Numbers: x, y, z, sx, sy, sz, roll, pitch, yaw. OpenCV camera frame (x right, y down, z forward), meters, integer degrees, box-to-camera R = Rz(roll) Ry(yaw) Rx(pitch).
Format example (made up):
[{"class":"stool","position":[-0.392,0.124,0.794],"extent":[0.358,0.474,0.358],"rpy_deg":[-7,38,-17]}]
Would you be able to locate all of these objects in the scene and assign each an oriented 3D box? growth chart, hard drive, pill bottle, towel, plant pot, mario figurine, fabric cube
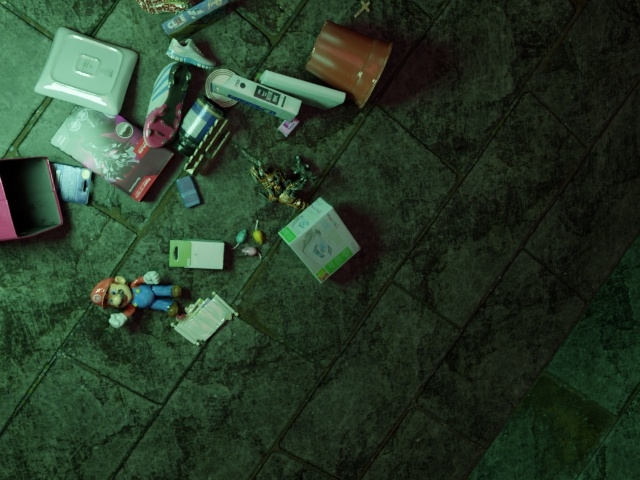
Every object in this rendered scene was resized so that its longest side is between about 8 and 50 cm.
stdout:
[{"class":"growth chart","position":[-0.485,0.324,1.970],"extent":[0.237,0.021,0.172],"rpy_deg":[-39,105,-5]},{"class":"hard drive","position":[-0.083,-0.568,1.806],"extent":[0.307,0.203,0.040],"rpy_deg":[10,92,-20]},{"class":"pill bottle","position":[-0.460,-0.426,1.786],"extent":[0.122,0.123,0.219],"rpy_deg":[35,104,-17]},{"class":"towel","position":[-0.521,-0.193,1.869],"extent":[0.067,0.029,0.120],"rpy_deg":[-20,104,-10]},{"class":"plant pot","position":[0.098,-0.694,1.827],"extent":[0.265,0.272,0.273],"rpy_deg":[24,93,-9]},{"class":"mario figurine","position":[-0.707,0.228,1.818],"extent":[0.320,0.170,0.198],"rpy_deg":[7,63,-22]},{"class":"fabric cube","position":[-1.084,-0.137,1.593],"extent":[0.258,0.254,0.259],"rpy_deg":[-6,102,5]}]

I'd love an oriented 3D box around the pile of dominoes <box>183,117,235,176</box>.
[{"class":"pile of dominoes","position":[-0.427,-0.359,1.788],"extent":[0.040,0.196,0.251],"rpy_deg":[34,90,5]}]

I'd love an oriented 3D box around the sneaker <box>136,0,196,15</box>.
[{"class":"sneaker","position":[-0.562,-0.869,1.722],"extent":[0.225,0.093,0.088],"rpy_deg":[14,125,-2]}]

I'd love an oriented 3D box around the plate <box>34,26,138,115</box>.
[{"class":"plate","position":[-0.817,-0.605,1.664],"extent":[0.277,0.045,0.278],"rpy_deg":[15,71,-16]}]

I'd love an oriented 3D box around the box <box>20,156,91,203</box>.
[{"class":"box","position":[-0.971,-0.219,1.750],"extent":[0.225,0.036,0.137],"rpy_deg":[10,97,-13]}]

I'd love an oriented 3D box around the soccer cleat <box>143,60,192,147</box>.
[{"class":"soccer cleat","position":[-0.574,-0.498,1.748],"extent":[0.116,0.143,0.332],"rpy_deg":[23,86,-45]}]

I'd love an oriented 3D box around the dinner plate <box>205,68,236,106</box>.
[{"class":"dinner plate","position":[-0.375,-0.592,1.842],"extent":[0.141,0.017,0.141],"rpy_deg":[-3,101,-14]}]

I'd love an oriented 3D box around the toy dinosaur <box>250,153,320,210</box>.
[{"class":"toy dinosaur","position":[-0.126,-0.225,1.923],"extent":[0.218,0.164,0.322],"rpy_deg":[-48,131,12]}]

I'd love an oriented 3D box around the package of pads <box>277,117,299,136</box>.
[{"class":"package of pads","position":[-0.129,-0.466,1.916],"extent":[0.050,0.032,0.083],"rpy_deg":[41,88,-16]}]

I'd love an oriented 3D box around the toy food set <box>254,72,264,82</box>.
[{"class":"toy food set","position":[-0.222,-0.620,1.873],"extent":[0.082,0.020,0.083],"rpy_deg":[1,100,-14]}]

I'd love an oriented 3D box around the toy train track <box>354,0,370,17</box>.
[{"class":"toy train track","position":[0.167,-0.935,1.919],"extent":[0.083,0.014,0.048],"rpy_deg":[-44,113,3]}]

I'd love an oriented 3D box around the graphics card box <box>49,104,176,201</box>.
[{"class":"graphics card box","position":[-0.759,-0.339,1.752],"extent":[0.370,0.094,0.233],"rpy_deg":[37,89,-15]}]

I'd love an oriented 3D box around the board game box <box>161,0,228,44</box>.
[{"class":"board game box","position":[-0.451,-0.799,1.712],"extent":[0.243,0.165,0.042],"rpy_deg":[-32,105,-7]}]

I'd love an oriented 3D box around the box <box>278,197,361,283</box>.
[{"class":"box","position":[0.000,0.000,1.943],"extent":[0.231,0.127,0.262],"rpy_deg":[-40,127,-4]}]

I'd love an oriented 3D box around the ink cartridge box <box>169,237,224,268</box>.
[{"class":"ink cartridge box","position":[-0.494,0.052,1.900],"extent":[0.209,0.062,0.109],"rpy_deg":[3,99,-14]}]

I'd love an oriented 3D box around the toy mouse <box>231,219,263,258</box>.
[{"class":"toy mouse","position":[-0.301,0.013,1.956],"extent":[0.143,0.031,0.161],"rpy_deg":[-18,103,-10]}]

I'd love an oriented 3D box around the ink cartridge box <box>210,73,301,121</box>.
[{"class":"ink cartridge box","position":[-0.245,-0.544,1.783],"extent":[0.332,0.165,0.065],"rpy_deg":[17,91,-14]}]

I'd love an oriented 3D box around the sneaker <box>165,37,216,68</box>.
[{"class":"sneaker","position":[-0.465,-0.691,1.740],"extent":[0.190,0.071,0.083],"rpy_deg":[0,122,-43]}]
